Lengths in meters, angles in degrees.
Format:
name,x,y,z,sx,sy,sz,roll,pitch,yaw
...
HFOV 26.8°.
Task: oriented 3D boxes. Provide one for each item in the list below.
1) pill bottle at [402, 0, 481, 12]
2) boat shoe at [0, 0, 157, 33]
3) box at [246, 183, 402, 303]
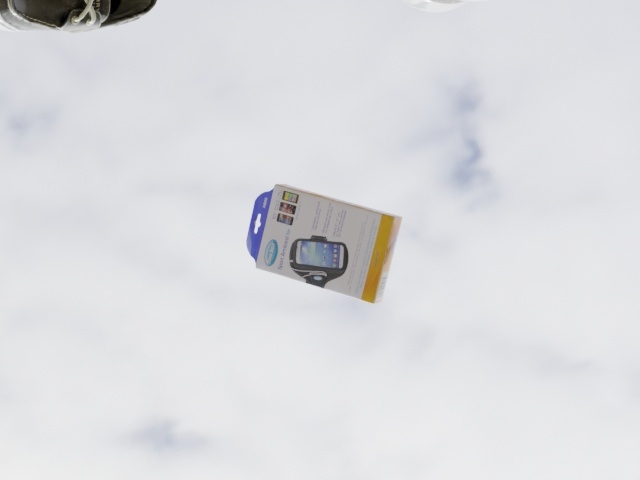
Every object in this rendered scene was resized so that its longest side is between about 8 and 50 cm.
name,x,y,z,sx,sy,sz,roll,pitch,yaw
pill bottle,0.114,-0.228,0.869,0.121,0.216,0.121,5,-104,-20
boat shoe,-0.226,-0.229,1.224,0.219,0.070,0.078,-27,-50,-61
box,0.000,0.000,1.213,0.136,0.028,0.081,17,-82,22
